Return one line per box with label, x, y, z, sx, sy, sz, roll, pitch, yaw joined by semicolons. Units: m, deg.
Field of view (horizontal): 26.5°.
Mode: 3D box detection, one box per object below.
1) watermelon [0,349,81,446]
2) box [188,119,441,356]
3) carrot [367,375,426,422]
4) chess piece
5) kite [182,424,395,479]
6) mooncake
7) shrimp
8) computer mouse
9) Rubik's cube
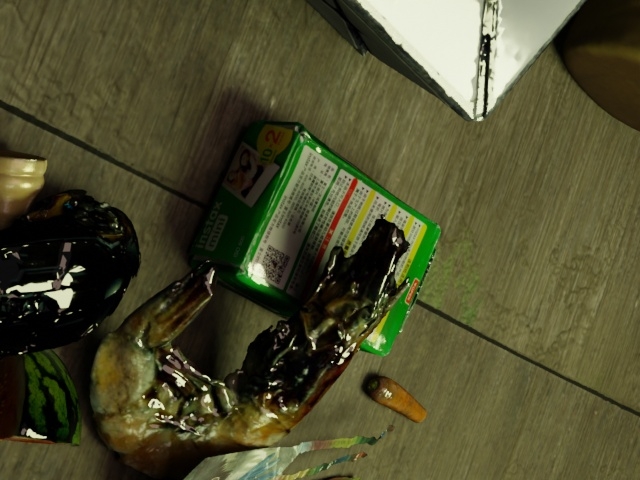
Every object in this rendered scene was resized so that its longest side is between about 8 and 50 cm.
watermelon;-0.270;0.165;1.268;0.094;0.125;0.135;-27;136;0
box;0.000;0.000;1.424;0.250;0.103;0.180;32;77;-35
carrot;0.089;0.184;1.567;0.093;0.032;0.032;37;75;-39
chess piece;-0.289;-0.020;1.224;0.066;0.066;0.122;6;99;-38
kite;-0.056;0.259;1.436;0.310;0.015;0.169;-1;137;-46
mooncake;0.408;-0.217;1.639;0.235;0.234;0.117;36;78;-36
shrimp;-0.074;0.098;1.317;0.233;0.071;0.365;32;110;-32
computer mouse;-0.231;0.034;1.218;0.241;0.077;0.147;-25;127;-56
Rubik's cube;0.104;-0.308;1.325;0.255;0.259;0.260;37;91;-34
